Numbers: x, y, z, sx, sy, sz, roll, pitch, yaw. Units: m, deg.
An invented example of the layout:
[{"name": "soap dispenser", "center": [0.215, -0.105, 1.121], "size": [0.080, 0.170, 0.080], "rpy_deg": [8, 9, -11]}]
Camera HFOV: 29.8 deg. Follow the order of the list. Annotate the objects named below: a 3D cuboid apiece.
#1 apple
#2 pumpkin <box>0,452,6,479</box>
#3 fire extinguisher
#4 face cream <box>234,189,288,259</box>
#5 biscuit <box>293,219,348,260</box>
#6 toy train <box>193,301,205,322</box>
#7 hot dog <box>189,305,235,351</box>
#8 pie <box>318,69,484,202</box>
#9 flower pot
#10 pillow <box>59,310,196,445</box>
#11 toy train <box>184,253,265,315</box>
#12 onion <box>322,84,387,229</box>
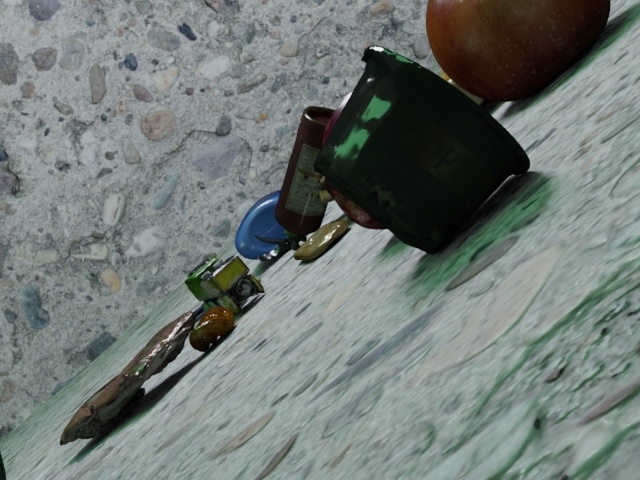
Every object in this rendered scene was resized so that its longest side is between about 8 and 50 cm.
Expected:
[{"name": "apple", "center": [0.210, -0.249, 1.309], "size": [0.201, 0.162, 0.201], "rpy_deg": [-41, 3, 3]}, {"name": "pumpkin", "center": [-0.443, 0.275, 1.228], "size": [0.293, 0.263, 0.197], "rpy_deg": [-23, 2, 22]}, {"name": "fire extinguisher", "center": [-0.031, -0.072, 1.675], "size": [0.099, 0.071, 0.231], "rpy_deg": [0, -58, -34]}, {"name": "face cream", "center": [-0.074, -0.032, 1.952], "size": [0.149, 0.083, 0.264], "rpy_deg": [-38, 5, 1]}, {"name": "biscuit", "center": [0.000, 0.000, 1.529], "size": [0.071, 0.018, 0.147], "rpy_deg": [-44, 7, -9]}, {"name": "toy train", "center": [-0.195, 0.115, 1.954], "size": [0.083, 0.017, 0.017], "rpy_deg": [-42, 3, -17]}, {"name": "hot dog", "center": [-0.136, 0.110, 1.496], "size": [0.058, 0.035, 0.083], "rpy_deg": [-39, 5, 14]}, {"name": "pie", "center": [0.132, -0.156, 1.568], "size": [0.339, 0.077, 0.339], "rpy_deg": [-41, 4, 3]}, {"name": "flower pot", "center": [0.070, -0.061, 0.929], "size": [0.107, 0.157, 0.157], "rpy_deg": [-55, 6, -3]}, {"name": "pillow", "center": [-0.246, 0.185, 1.538], "size": [0.248, 0.049, 0.135], "rpy_deg": [-44, 2, 43]}, {"name": "toy train", "center": [-0.133, 0.061, 1.630], "size": [0.060, 0.081, 0.202], "rpy_deg": [-42, 6, -17]}, {"name": "onion", "center": [0.085, -0.077, 1.127], "size": [0.140, 0.150, 0.150], "rpy_deg": [20, 53, 41]}]
